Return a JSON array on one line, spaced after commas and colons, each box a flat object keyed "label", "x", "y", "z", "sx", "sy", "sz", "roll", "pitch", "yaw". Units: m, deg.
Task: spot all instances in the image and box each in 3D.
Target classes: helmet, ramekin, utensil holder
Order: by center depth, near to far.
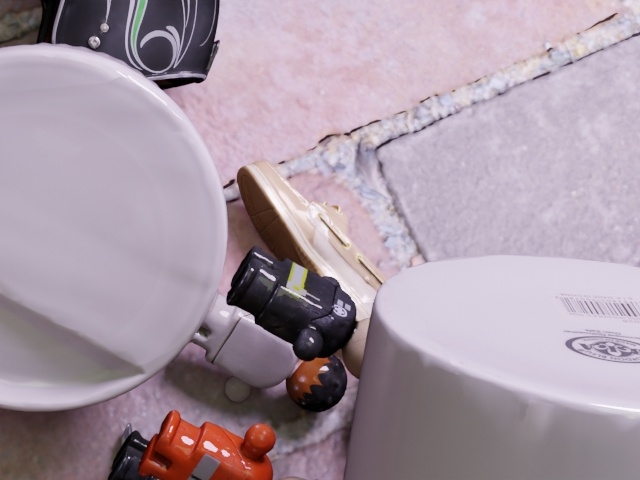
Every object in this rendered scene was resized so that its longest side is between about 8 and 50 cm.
[{"label": "utensil holder", "x": 0.160, "y": 0.235, "z": 1.209, "sx": 0.328, "sy": 0.327, "sz": 0.385, "roll": 3, "pitch": 107, "yaw": -11}, {"label": "ramekin", "x": -0.201, "y": -0.020, "z": 1.350, "sx": 0.273, "sy": 0.127, "sz": 0.272, "roll": 0, "pitch": 108, "yaw": -1}, {"label": "helmet", "x": -0.164, "y": -0.197, "z": 1.448, "sx": 0.169, "sy": 0.169, "sz": 0.161, "roll": -8, "pitch": 91, "yaw": -14}]

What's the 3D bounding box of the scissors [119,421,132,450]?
[{"label": "scissors", "x": -0.139, "y": 0.290, "z": 1.379, "sx": 0.109, "sy": 0.021, "sz": 0.297, "roll": 16, "pitch": 69, "yaw": -4}]

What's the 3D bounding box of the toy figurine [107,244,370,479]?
[{"label": "toy figurine", "x": -0.042, "y": 0.130, "z": 1.347, "sx": 0.148, "sy": 0.209, "sz": 0.213, "roll": 29, "pitch": 68, "yaw": -9}]

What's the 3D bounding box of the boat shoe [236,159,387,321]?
[{"label": "boat shoe", "x": 0.000, "y": 0.000, "z": 1.477, "sx": 0.059, "sy": 0.063, "sz": 0.170, "roll": -38, "pitch": 93, "yaw": -22}]
